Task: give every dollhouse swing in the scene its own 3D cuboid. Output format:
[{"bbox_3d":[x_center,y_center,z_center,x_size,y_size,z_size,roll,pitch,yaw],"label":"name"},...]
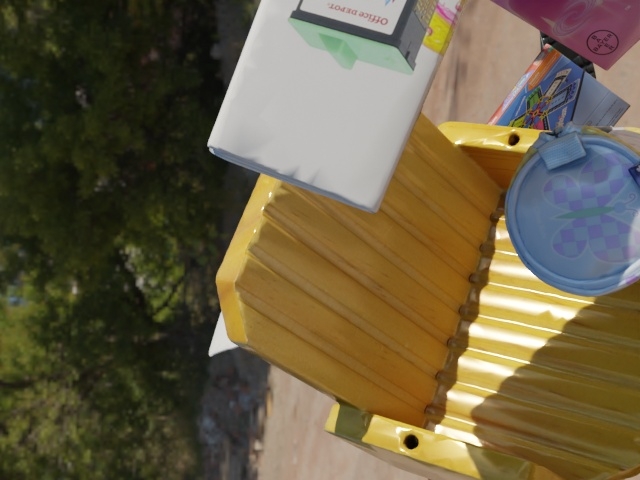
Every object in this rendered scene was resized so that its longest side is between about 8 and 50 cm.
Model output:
[{"bbox_3d":[0.141,0.026,0.845,0.305,0.315,0.347,47,-120,-52],"label":"dollhouse swing"}]

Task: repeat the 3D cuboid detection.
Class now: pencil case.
[{"bbox_3d":[0.233,-0.033,0.749,0.124,0.113,0.273,57,-155,10],"label":"pencil case"}]

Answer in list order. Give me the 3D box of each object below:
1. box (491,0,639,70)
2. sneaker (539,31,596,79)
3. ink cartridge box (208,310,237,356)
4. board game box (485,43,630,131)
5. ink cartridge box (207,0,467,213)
[{"bbox_3d":[0.283,-0.339,0.994,0.213,0.243,0.117,-48,18,49],"label":"box"},{"bbox_3d":[0.440,-0.322,1.664,0.124,0.107,0.283,-27,-64,-70],"label":"sneaker"},{"bbox_3d":[0.000,0.000,1.196,0.207,0.119,0.354,-23,41,53],"label":"ink cartridge box"},{"bbox_3d":[0.273,-0.108,1.257,0.281,0.145,0.027,-54,22,16],"label":"board game box"},{"bbox_3d":[0.040,-0.176,0.623,0.201,0.117,0.278,-69,1,-77],"label":"ink cartridge box"}]
